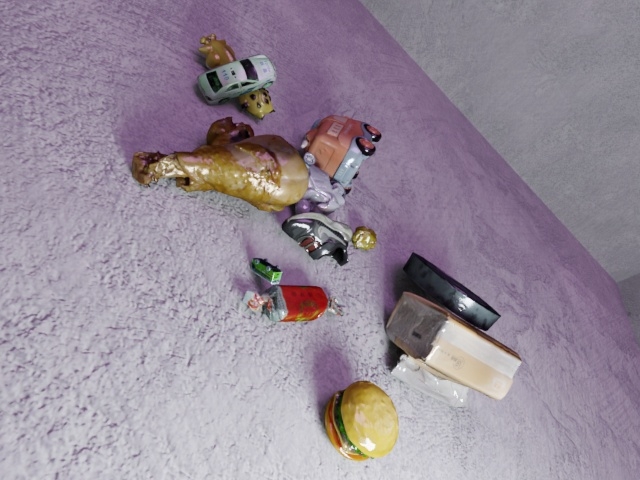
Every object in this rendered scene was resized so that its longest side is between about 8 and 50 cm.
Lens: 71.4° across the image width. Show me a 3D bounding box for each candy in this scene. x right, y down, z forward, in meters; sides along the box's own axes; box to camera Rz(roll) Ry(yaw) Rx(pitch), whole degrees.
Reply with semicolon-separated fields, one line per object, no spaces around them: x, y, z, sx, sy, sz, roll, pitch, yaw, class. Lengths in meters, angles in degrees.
-0.053;0.145;1.027;0.292;0.059;0.086;7;54;-44;candy

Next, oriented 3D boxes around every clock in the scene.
0.393;0.152;1.358;0.319;0.066;0.319;35;9;-7;clock

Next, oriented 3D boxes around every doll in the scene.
-0.250;-0.485;1.327;0.291;0.086;0.117;49;47;-7;doll

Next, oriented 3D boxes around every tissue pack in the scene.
0.334;0.313;1.201;0.305;0.238;0.238;31;41;-25;tissue pack

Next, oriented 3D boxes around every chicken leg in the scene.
-0.239;-0.193;1.068;0.409;0.182;0.295;-7;55;-31;chicken leg

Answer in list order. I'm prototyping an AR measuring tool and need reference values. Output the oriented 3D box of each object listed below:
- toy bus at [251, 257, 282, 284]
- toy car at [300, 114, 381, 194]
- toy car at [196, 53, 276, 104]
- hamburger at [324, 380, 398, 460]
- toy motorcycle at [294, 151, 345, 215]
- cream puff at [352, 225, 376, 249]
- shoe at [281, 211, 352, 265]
-0.123;0.066;1.009;0.031;0.037;0.083;-1;21;-46;toy bus
0.053;-0.293;1.410;0.212;0.180;0.270;30;36;-2;toy car
-0.230;-0.459;1.248;0.224;0.076;0.090;-25;91;-14;toy car
0.086;0.377;0.930;0.162;0.115;0.162;28;40;-27;hamburger
-0.040;-0.141;1.249;0.260;0.110;0.171;24;56;-25;toy motorcycle
0.138;-0.008;1.352;0.083;0.058;0.083;45;39;-11;cream puff
0.000;0.000;1.180;0.227;0.099;0.112;12;59;-41;shoe
